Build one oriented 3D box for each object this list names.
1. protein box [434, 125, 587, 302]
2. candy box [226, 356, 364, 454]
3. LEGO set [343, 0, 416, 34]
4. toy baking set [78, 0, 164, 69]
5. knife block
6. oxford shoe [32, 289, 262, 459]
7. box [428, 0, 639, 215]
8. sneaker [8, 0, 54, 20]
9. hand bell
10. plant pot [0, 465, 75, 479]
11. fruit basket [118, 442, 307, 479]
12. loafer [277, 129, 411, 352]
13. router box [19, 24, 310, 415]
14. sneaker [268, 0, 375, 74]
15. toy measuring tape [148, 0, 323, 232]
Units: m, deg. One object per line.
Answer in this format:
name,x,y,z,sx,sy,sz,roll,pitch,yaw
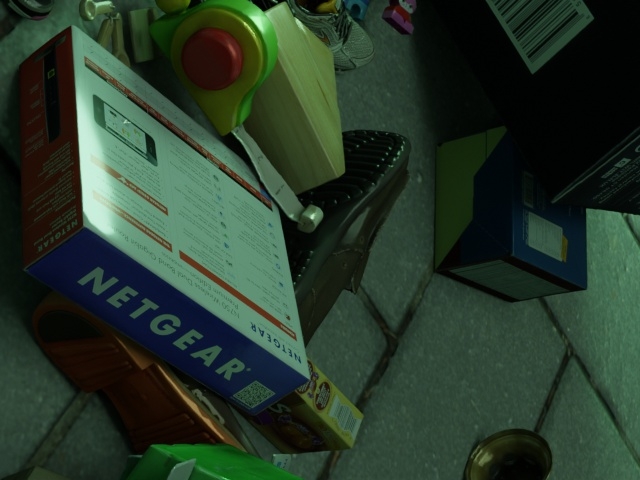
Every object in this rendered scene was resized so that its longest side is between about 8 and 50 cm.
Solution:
protein box,0.279,-0.035,2.079,0.201,0.136,0.200,22,63,-46
candy box,-0.048,0.173,1.644,0.186,0.109,0.053,47,48,-33
LEGO set,0.038,-0.371,1.908,0.227,0.087,0.093,32,72,-42
toy baking set,-0.222,-0.291,1.552,0.197,0.030,0.256,-66,146,-48
knife block,-0.079,-0.215,1.686,0.242,0.088,0.275,35,41,-47
oxford shoe,-0.146,0.155,1.518,0.363,0.130,0.132,55,38,-26
box,0.445,-0.304,2.100,0.472,0.297,0.480,4,51,-49
sneaker,-0.306,-0.315,1.481,0.063,0.075,0.170,-18,95,-51
hand bell,0.304,0.390,2.051,0.242,0.126,0.126,61,40,-40
plant pot,-0.270,0.275,1.354,0.096,0.109,0.109,46,48,-19
fruit basket,-0.153,0.362,1.347,0.353,0.165,0.327,-63,160,3
loafer,0.000,0.000,1.757,0.366,0.134,0.130,-52,141,-34
router box,-0.163,-0.020,1.481,0.335,0.082,0.301,39,27,-39
sneaker,0.000,-0.284,1.836,0.225,0.093,0.088,28,60,-45
toy measuring tape,-0.069,-0.165,1.608,0.330,0.121,0.121,54,43,-11
